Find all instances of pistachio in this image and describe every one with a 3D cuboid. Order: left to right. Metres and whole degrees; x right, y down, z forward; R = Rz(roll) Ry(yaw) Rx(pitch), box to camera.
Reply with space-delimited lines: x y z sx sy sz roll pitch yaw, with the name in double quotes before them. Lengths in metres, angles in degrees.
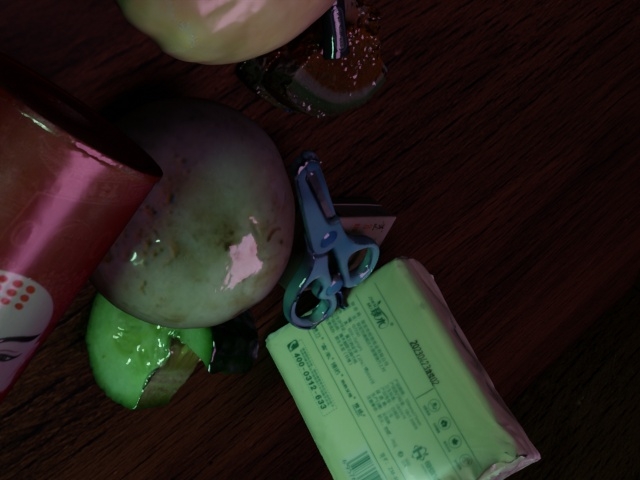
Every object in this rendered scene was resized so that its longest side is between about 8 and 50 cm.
"pistachio" -0.057 -0.277 0.815 0.318 0.193 0.214 -45 -171 -26

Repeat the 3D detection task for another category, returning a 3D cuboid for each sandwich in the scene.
"sandwich" 0.019 -0.218 1.133 0.235 0.079 0.159 5 120 -59

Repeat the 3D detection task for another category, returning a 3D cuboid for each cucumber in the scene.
"cucumber" -0.188 0.107 1.136 0.191 0.191 0.130 -53 152 5

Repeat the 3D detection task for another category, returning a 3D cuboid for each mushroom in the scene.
"mushroom" -0.147 -0.031 1.011 0.243 0.243 0.243 -37 151 -25

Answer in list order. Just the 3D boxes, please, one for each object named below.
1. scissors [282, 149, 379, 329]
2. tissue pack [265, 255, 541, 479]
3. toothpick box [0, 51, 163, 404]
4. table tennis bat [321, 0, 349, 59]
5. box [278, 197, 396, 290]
"scissors" 0.000 0.000 1.306 0.180 0.032 0.393 -41 151 -15
"tissue pack" 0.130 0.257 1.510 0.297 0.380 0.207 -31 158 11
"toothpick box" -0.310 0.022 0.787 0.333 0.204 0.204 -54 154 7
"table tennis bat" 0.008 -0.310 0.994 0.150 0.027 0.236 -28 127 -34
"box" 0.019 0.005 1.442 0.201 0.058 0.141 -4 128 -55
